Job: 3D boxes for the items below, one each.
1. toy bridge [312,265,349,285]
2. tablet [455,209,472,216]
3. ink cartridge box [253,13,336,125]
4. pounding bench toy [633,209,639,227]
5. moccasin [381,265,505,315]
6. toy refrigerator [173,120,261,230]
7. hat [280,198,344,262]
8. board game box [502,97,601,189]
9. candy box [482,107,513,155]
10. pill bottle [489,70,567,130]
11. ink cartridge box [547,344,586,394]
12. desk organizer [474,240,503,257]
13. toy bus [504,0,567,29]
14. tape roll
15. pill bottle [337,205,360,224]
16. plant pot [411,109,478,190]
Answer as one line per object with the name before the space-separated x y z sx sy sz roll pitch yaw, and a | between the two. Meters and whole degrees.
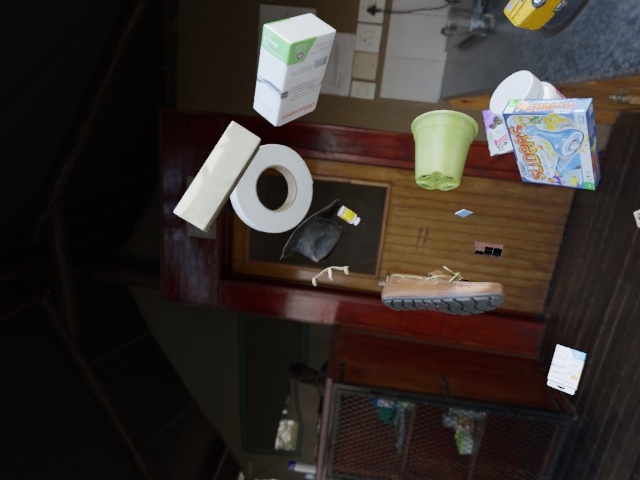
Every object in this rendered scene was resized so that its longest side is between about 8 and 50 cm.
toy bridge | 0.049 0.157 1.961 0.026 0.188 0.063 55 -159 -42
tablet | 0.726 -0.138 2.093 0.054 0.083 0.006 -27 62 43
ink cartridge box | -0.085 -0.515 1.261 0.198 0.114 0.273 -36 -20 -36
pounding bench toy | 1.008 -0.073 1.240 0.065 0.083 0.052 -82 -33 -76
moccasin | 0.372 0.147 1.281 0.139 0.379 0.147 38 -120 -34
toy refrigerator | -0.263 -0.161 1.059 0.270 0.094 0.102 -60 8 -7
hat | 0.000 0.000 1.583 0.331 0.134 0.331 -43 -8 -8
board game box | 0.430 -0.175 0.765 0.201 0.136 0.035 44 -108 -42
candy box | 0.766 -0.462 1.700 0.164 0.070 0.197 -2 101 67
pill bottle | 0.639 -0.353 1.202 0.160 0.282 0.161 -44 32 37
ink cartridge box | 0.860 0.454 1.448 0.090 0.092 0.143 35 -106 -53
desk organizer | 0.821 0.044 2.023 0.047 0.130 0.050 74 -152 -61
toy bus | 0.731 -0.820 1.268 0.333 0.108 0.130 122 138 -52
tape roll | -0.209 -0.228 1.835 0.072 0.391 0.393 7 89 56
pill bottle | 0.108 -0.092 1.569 0.043 0.083 0.043 -56 11 16
plant pot | 0.504 -0.357 1.731 0.276 0.275 0.254 82 -162 -75
